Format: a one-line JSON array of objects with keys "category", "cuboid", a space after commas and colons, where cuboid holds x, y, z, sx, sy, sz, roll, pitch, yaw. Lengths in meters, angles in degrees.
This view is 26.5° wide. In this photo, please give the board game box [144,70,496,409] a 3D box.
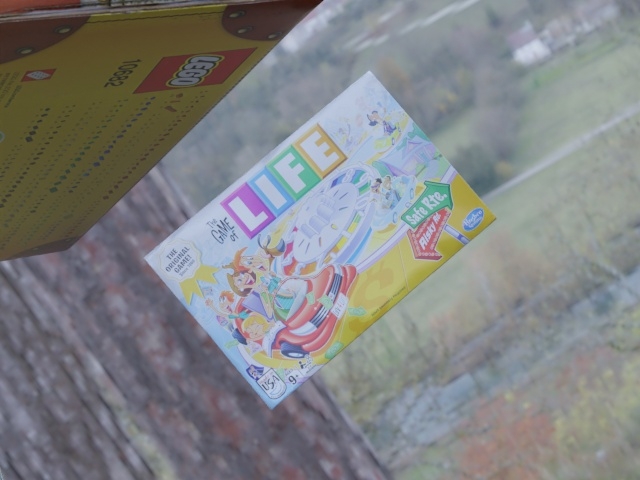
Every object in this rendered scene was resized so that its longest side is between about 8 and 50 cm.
[{"category": "board game box", "cuboid": [0.000, 0.000, 0.712, 0.154, 0.103, 0.026, -41, -3, -5]}]

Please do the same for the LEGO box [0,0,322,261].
[{"category": "LEGO box", "cuboid": [-0.220, -0.215, 0.844, 0.193, 0.372, 0.500, -9, -10, -28]}]

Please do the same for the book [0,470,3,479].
[{"category": "book", "cuboid": [-0.262, 0.243, 1.070, 0.035, 0.096, 0.144, -3, 38, -24]}]
